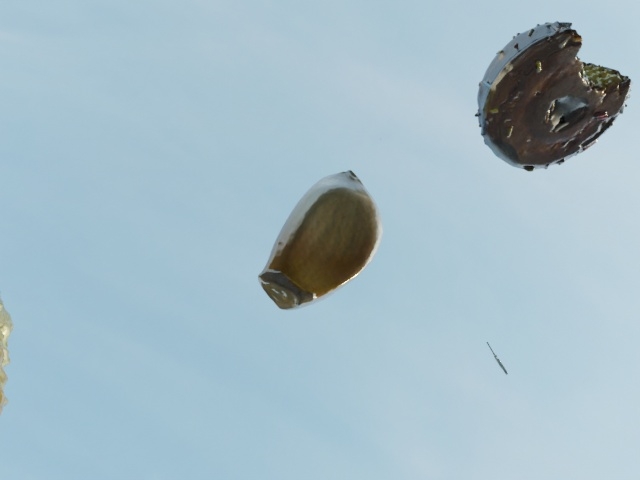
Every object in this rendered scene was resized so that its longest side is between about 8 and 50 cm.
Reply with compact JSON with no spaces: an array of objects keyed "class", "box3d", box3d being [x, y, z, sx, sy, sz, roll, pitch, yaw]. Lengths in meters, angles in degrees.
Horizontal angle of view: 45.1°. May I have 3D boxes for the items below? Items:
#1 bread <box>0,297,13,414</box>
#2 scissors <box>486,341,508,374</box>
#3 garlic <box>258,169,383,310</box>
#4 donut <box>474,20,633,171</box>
[{"class":"bread","box3d":[-0.285,0.017,0.404,0.262,0.204,0.163,21,-79,-23]},{"class":"scissors","box3d":[0.268,0.178,1.181,0.006,0.036,0.083,-33,-48,5]},{"class":"garlic","box3d":[0.008,0.005,1.183,0.143,0.318,0.112,35,-54,-2]},{"class":"donut","box3d":[0.332,-0.211,1.139,0.230,0.096,0.216,13,-54,-30]}]
